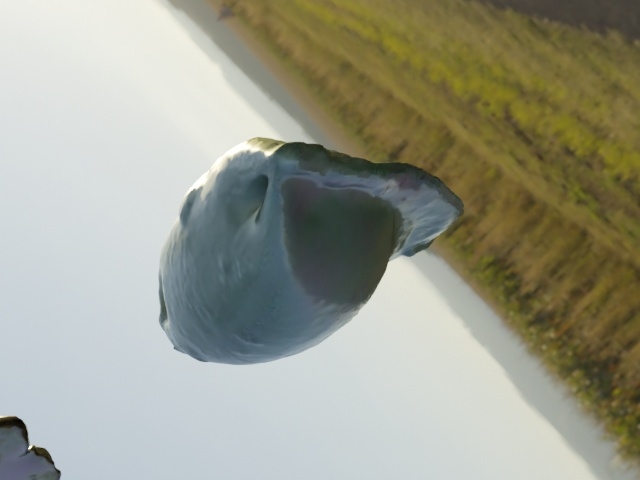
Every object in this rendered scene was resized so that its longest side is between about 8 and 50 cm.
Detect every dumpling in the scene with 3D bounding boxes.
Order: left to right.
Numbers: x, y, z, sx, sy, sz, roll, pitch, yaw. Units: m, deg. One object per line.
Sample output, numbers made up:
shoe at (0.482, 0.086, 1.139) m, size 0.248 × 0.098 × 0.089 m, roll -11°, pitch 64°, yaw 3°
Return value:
dumpling at (-0.011, -0.006, 0.588) m, size 0.105 × 0.149 × 0.216 m, roll 46°, pitch 154°, yaw 5°

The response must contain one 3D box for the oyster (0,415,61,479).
oyster at (-0.241, 0.160, 0.609) m, size 0.083 × 0.223 × 0.214 m, roll 57°, pitch 176°, yaw 26°
